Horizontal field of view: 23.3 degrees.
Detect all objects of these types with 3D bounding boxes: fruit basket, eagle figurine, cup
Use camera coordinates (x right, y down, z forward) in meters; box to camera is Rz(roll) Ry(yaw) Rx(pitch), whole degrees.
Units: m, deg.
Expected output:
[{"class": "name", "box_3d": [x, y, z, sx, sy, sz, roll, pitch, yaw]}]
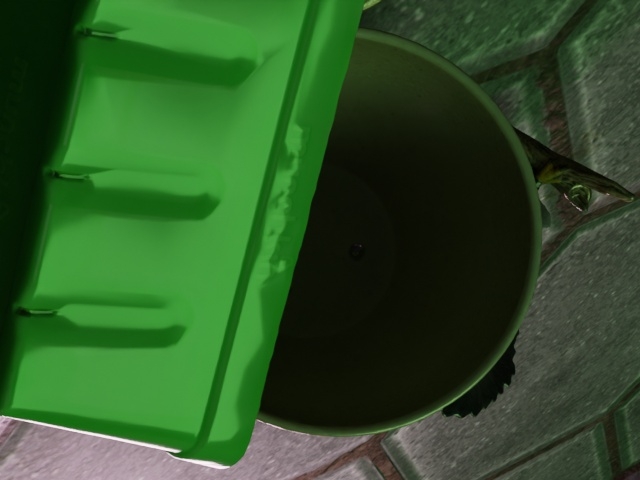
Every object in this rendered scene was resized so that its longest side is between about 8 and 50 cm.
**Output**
[{"class": "fruit basket", "box_3d": [-0.086, -0.068, 1.021, 0.392, 0.283, 0.392, -24, 126, -37]}, {"class": "eagle figurine", "box_3d": [0.136, 0.009, 1.609, 0.225, 0.226, 0.298, 37, 88, -27]}, {"class": "cup", "box_3d": [0.000, 0.000, 1.351, 0.331, 0.331, 0.237, -33, 180, -9]}]

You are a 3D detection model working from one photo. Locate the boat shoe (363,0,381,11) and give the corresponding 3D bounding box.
[{"class": "boat shoe", "box_3d": [-0.010, -0.228, 1.146, 0.109, 0.098, 0.302, -42, 154, 7]}]
